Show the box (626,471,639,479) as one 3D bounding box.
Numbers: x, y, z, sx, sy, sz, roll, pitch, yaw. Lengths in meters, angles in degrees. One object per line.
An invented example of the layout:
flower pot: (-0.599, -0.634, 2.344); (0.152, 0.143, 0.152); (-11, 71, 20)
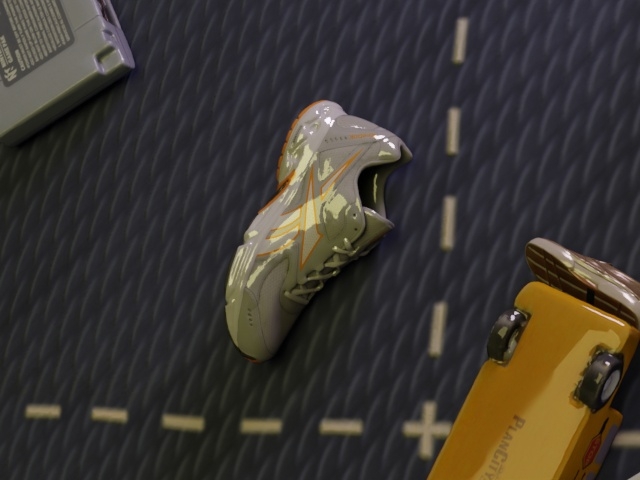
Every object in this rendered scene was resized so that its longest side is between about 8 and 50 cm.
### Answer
box: (0.319, 0.261, 1.204); (0.119, 0.181, 0.182); (-34, 66, 12)

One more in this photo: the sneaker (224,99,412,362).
sneaker: (0.000, 0.000, 1.468); (0.121, 0.099, 0.262); (20, 87, 23)

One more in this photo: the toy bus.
toy bus: (0.162, 0.209, 1.318); (0.108, 0.130, 0.333); (25, 88, 29)

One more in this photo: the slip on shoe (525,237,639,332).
slip on shoe: (0.243, 0.036, 1.378); (0.041, 0.051, 0.135); (-33, 48, -30)

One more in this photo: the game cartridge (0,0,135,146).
game cartridge: (-0.337, -0.260, 1.710); (0.198, 0.062, 0.297); (-32, 66, 19)
